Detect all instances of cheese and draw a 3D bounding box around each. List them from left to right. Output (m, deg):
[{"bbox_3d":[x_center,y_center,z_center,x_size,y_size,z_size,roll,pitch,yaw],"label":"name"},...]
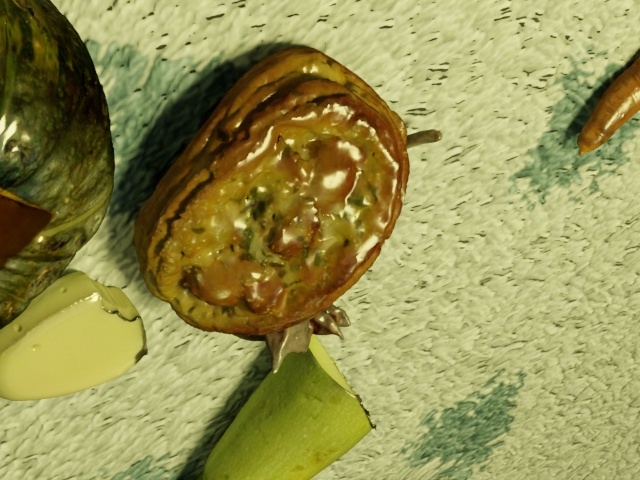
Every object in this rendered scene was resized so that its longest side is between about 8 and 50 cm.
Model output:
[{"bbox_3d":[-0.277,0.106,1.056,0.255,0.050,0.127,-21,138,-23],"label":"cheese"}]

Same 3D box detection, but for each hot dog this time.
[{"bbox_3d":[-0.048,-0.030,1.050,0.196,0.122,0.272,36,103,-24],"label":"hot dog"}]

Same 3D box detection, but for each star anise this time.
[{"bbox_3d":[0.000,0.000,1.154,0.219,0.148,0.227,4,100,-3],"label":"star anise"}]

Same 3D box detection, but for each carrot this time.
[{"bbox_3d":[0.365,-0.184,1.298,0.248,0.059,0.059,-42,141,5],"label":"carrot"}]

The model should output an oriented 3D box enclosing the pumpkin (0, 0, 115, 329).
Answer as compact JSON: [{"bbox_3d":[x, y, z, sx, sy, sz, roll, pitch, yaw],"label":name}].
[{"bbox_3d":[-0.290,-0.049,0.786,0.321,0.192,0.320,-20,135,-21],"label":"pumpkin"}]

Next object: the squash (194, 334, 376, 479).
[{"bbox_3d":[-0.046,0.232,1.311,0.137,0.137,0.287,15,120,-46],"label":"squash"}]
